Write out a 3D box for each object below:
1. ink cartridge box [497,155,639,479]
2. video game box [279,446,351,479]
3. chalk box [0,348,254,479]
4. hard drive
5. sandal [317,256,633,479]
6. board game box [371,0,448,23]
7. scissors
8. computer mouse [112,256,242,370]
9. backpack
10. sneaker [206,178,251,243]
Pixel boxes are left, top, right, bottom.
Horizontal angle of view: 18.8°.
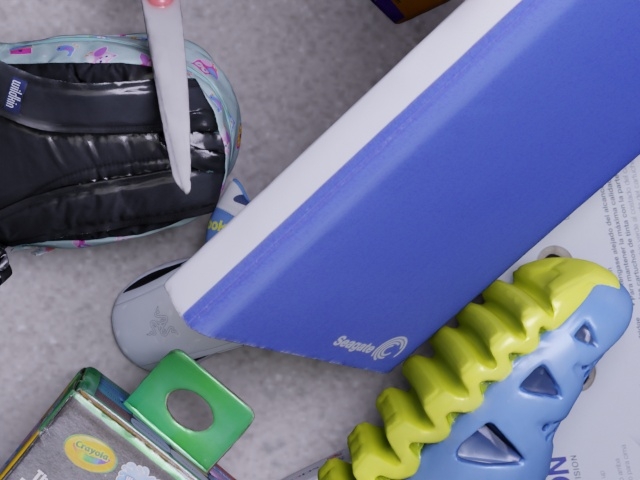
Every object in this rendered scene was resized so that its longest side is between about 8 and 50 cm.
[{"bbox_3d":[0.267,0.025,1.145,0.330,0.071,0.324,-8,101,28],"label":"ink cartridge box"},{"bbox_3d":[0.082,0.214,1.238,0.187,0.048,0.205,-26,95,0],"label":"video game box"},{"bbox_3d":[-0.132,0.165,1.179,0.132,0.132,0.213,40,89,-4],"label":"chalk box"},{"bbox_3d":[0.091,-0.050,1.035,0.319,0.210,0.040,-42,61,19],"label":"hard drive"},{"bbox_3d":[0.083,0.147,1.150,0.138,0.126,0.317,37,105,-7],"label":"sandal"},{"bbox_3d":[0.062,-0.373,1.046,0.356,0.356,0.356,-45,95,0],"label":"board game box"},{"bbox_3d":[-0.087,-0.157,1.133,0.109,0.021,0.297,-16,59,-18],"label":"scissors"},{"bbox_3d":[-0.039,0.030,1.220,0.193,0.042,0.106,-24,96,-3],"label":"computer mouse"},{"bbox_3d":[-0.140,-0.065,1.167,0.182,0.115,0.152,-5,115,6],"label":"backpack"},{"bbox_3d":[0.000,0.000,1.181,0.144,0.053,0.059,10,84,-8],"label":"sneaker"}]
